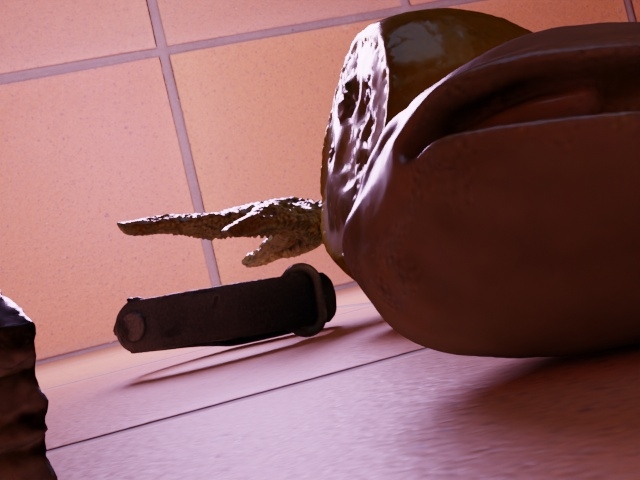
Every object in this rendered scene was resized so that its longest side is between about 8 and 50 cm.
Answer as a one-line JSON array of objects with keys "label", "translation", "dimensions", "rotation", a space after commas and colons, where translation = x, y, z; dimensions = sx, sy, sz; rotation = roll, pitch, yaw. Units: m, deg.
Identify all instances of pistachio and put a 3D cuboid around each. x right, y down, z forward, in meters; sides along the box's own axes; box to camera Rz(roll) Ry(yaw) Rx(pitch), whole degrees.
[{"label": "pistachio", "translation": [0.112, -0.019, 0.396], "dimensions": [0.223, 0.126, 0.152], "rotation": [-14, -37, 25]}]

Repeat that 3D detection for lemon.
[{"label": "lemon", "translation": [0.122, -0.060, 0.811], "dimensions": [0.219, 0.240, 0.240], "rotation": [7, -6, -12]}]

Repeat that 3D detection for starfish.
[{"label": "starfish", "translation": [0.000, -0.003, 1.009], "dimensions": [0.347, 0.078, 0.358], "rotation": [11, -5, 13]}]

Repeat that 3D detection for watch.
[{"label": "watch", "translation": [-0.082, 0.070, 0.979], "dimensions": [0.206, 0.068, 0.193], "rotation": [-12, -5, 24]}]

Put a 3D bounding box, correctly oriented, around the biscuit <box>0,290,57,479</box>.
[{"label": "biscuit", "translation": [-0.185, 0.044, 0.392], "dimensions": [0.106, 0.070, 0.252], "rotation": [-12, 18, -27]}]
